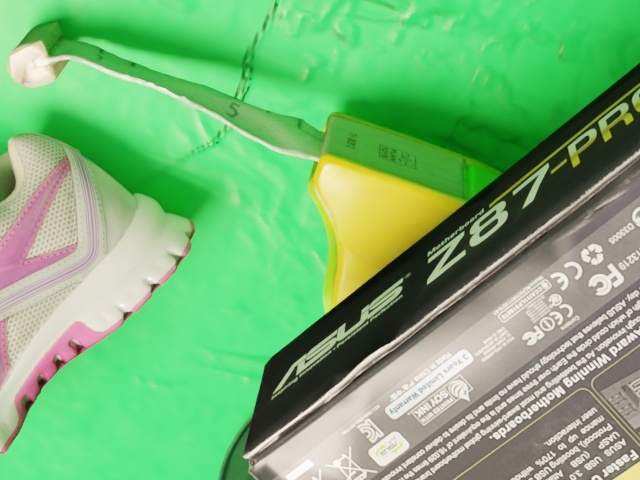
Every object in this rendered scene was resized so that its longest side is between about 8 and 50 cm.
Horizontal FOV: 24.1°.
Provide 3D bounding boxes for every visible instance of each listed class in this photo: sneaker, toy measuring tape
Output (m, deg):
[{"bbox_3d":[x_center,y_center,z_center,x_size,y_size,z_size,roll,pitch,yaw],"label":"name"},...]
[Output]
[{"bbox_3d":[-0.179,0.048,0.709,0.111,0.252,0.103,45,155,-7],"label":"sneaker"},{"bbox_3d":[0.000,0.000,0.726,0.330,0.121,0.121,19,119,-3],"label":"toy measuring tape"}]

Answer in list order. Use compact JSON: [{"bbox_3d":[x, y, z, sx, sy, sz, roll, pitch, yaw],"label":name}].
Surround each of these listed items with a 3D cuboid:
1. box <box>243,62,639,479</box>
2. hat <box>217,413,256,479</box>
[{"bbox_3d":[0.218,0.060,0.584,0.395,0.097,0.318,-41,103,17],"label":"box"},{"bbox_3d":[0.040,0.177,0.782,0.173,0.183,0.208,21,117,-17],"label":"hat"}]
